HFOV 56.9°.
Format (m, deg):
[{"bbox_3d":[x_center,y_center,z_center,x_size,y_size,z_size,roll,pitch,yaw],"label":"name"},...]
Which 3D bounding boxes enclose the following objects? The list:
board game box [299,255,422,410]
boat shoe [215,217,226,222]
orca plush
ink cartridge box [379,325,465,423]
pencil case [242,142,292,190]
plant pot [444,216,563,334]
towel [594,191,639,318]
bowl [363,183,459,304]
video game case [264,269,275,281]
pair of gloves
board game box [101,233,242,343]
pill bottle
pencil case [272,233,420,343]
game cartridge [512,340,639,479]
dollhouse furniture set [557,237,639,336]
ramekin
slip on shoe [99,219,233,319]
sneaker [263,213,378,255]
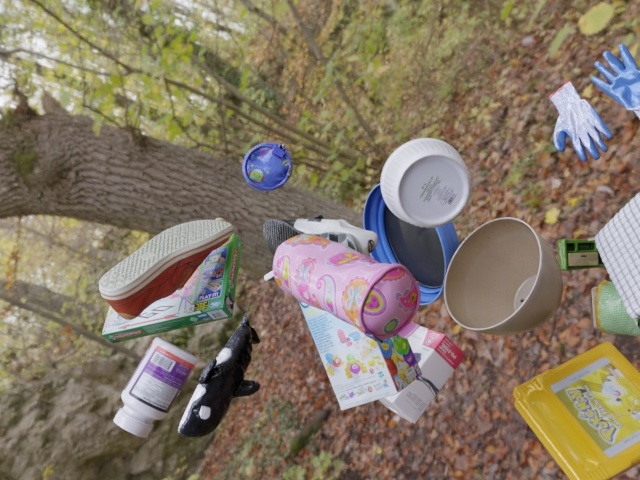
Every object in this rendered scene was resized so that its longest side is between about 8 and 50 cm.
[{"bbox_3d":[0.080,0.191,1.253,0.144,0.275,0.142,-26,-8,29],"label":"board game box"},{"bbox_3d":[-0.357,-0.004,2.110,0.048,0.056,0.153,-73,-14,-70],"label":"boat shoe"},{"bbox_3d":[-0.167,0.281,1.175,0.287,0.102,0.151,-55,-15,-61],"label":"orca plush"},{"bbox_3d":[0.261,0.366,1.649,0.237,0.100,0.172,-49,17,-13],"label":"ink cartridge box"},{"bbox_3d":[-0.136,-0.201,1.579,0.133,0.119,0.306,-49,8,3],"label":"pencil case"},{"bbox_3d":[0.469,0.110,1.431,0.284,0.191,0.284,-39,37,38],"label":"plant pot"},{"bbox_3d":[0.759,0.019,1.295,0.235,0.121,0.283,-55,23,37],"label":"towel"},{"bbox_3d":[0.273,0.002,1.790,0.391,0.077,0.391,43,143,44],"label":"bowl"},{"bbox_3d":[-0.048,0.083,1.862,0.201,0.183,0.023,-32,65,40],"label":"video game case"},{"bbox_3d":[0.483,-0.232,1.011,0.198,0.023,0.159,-35,59,31],"label":"pair of gloves"},{"bbox_3d":[-0.342,0.111,1.376,0.046,0.317,0.213,58,-155,-45],"label":"board game box"},{"bbox_3d":[-0.358,0.316,1.271,0.193,0.108,0.108,-61,2,-14],"label":"pill bottle"},{"bbox_3d":[0.035,0.069,0.943,0.284,0.124,0.124,20,92,54],"label":"pencil case"},{"bbox_3d":[0.685,0.426,1.466,0.285,0.324,0.052,56,160,38],"label":"game cartridge"},{"bbox_3d":[0.841,0.139,1.765,0.197,0.151,0.301,159,108,-79],"label":"dollhouse furniture set"},{"bbox_3d":[0.247,-0.127,1.356,0.109,0.207,0.207,-103,31,-73],"label":"ramekin"},{"bbox_3d":[-0.316,0.051,1.263,0.331,0.123,0.101,-40,-46,-39],"label":"slip on shoe"},{"bbox_3d":[0.000,0.000,1.523,0.146,0.331,0.122,-25,-60,-46],"label":"sneaker"}]
